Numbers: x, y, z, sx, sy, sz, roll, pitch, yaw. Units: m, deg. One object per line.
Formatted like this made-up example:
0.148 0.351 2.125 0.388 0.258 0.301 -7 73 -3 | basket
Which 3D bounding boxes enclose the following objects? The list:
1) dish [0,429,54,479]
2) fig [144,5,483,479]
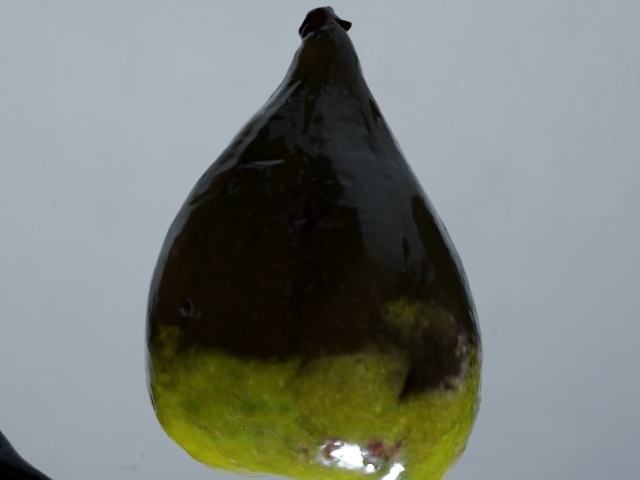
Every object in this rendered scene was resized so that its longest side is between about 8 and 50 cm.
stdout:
-0.244 0.259 0.609 0.303 0.303 0.120 30 115 -20 | dish
0.007 0.012 0.402 0.132 0.185 0.127 -1 145 27 | fig
